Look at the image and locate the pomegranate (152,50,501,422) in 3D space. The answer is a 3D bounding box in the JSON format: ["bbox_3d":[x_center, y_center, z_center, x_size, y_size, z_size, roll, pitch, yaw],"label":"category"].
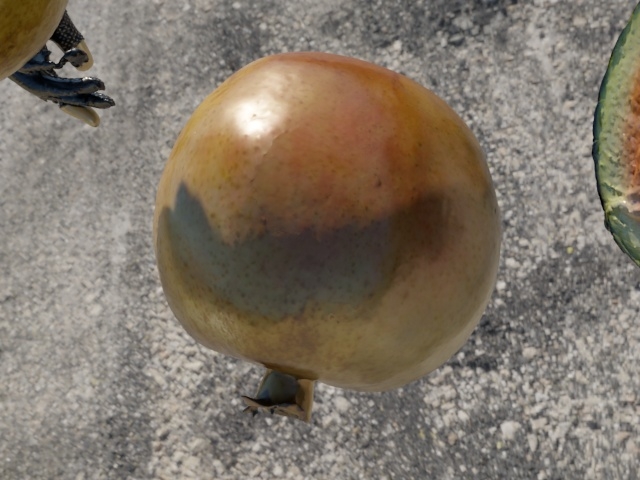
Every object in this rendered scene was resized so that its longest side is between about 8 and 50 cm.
[{"bbox_3d":[0.000,0.000,0.668,0.319,0.319,0.319,-11,53,15],"label":"pomegranate"}]

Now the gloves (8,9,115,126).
[{"bbox_3d":[-0.316,-0.202,0.881,0.106,0.180,0.129,-26,28,-8],"label":"gloves"}]

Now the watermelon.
[{"bbox_3d":[0.235,-0.091,0.479,0.063,0.245,0.119,-1,32,-20],"label":"watermelon"}]

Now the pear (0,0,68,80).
[{"bbox_3d":[-0.276,-0.189,0.502,0.209,0.209,0.208,-11,53,15],"label":"pear"}]
